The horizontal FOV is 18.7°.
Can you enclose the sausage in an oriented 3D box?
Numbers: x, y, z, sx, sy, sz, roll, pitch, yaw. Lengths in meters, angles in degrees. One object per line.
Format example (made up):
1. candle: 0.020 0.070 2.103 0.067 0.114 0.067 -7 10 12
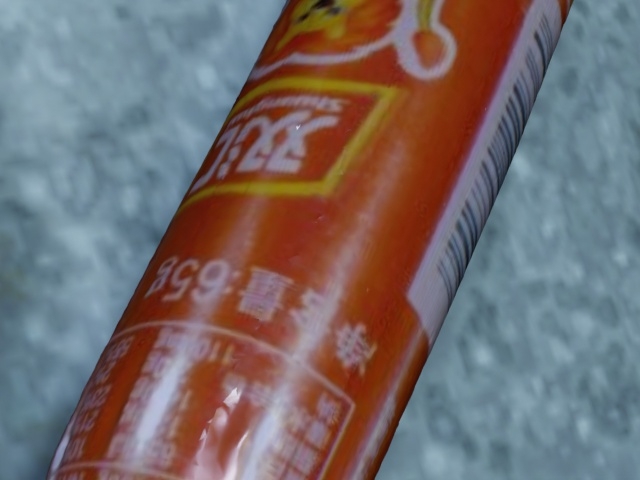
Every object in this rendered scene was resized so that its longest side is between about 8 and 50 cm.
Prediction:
1. sausage: 0.000 0.000 0.480 0.074 0.074 0.274 38 55 -20
